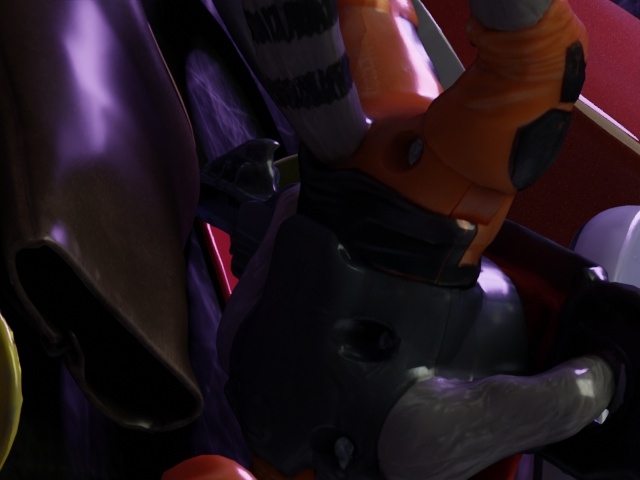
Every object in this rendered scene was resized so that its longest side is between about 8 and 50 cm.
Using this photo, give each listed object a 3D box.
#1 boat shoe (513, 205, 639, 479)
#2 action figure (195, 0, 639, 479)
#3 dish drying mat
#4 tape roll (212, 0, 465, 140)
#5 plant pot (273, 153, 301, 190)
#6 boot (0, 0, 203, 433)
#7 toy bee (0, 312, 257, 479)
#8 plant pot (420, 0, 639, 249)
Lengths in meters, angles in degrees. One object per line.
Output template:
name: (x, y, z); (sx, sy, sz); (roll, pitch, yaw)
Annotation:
boat shoe: (0.090, 0.155, 0.860); (0.136, 0.156, 0.367); (37, 53, -44)
action figure: (-0.002, -0.016, 0.782); (0.178, 0.341, 0.330); (-8, 107, -38)
dish drying mat: (-0.049, 0.016, 0.968); (0.032, 0.008, 0.083); (37, 32, -65)
tape roll: (0.016, -0.108, 1.150); (0.219, 0.072, 0.219); (52, -8, 11)
plant pot: (0.000, 0.000, 1.067); (0.083, 0.083, 0.079); (-86, 162, -66)
boot: (-0.107, -0.071, 0.684); (0.207, 0.090, 0.248); (-104, 168, -47)
toy bee: (-0.064, 0.105, 0.365); (0.298, 0.162, 0.195); (-30, 98, -78)
plant pot: (0.139, -0.053, 1.366); (0.236, 0.267, 0.267); (41, 24, -35)
